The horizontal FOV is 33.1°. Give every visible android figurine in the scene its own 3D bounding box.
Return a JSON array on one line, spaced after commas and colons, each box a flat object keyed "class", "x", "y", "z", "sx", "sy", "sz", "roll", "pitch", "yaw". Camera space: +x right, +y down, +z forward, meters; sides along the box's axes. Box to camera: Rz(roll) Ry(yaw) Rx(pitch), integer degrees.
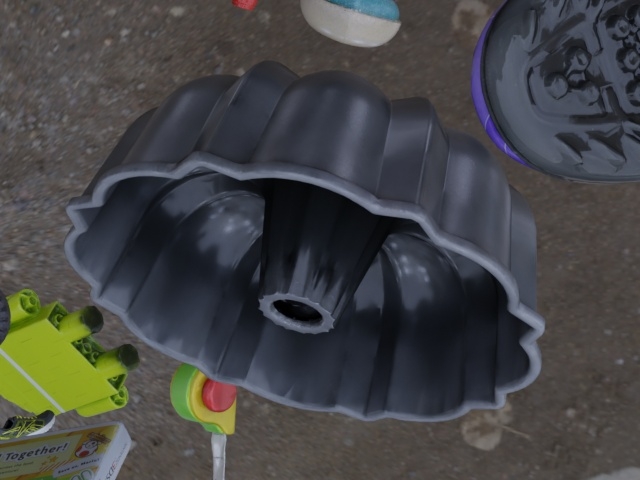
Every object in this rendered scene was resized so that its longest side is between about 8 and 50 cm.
[{"class": "android figurine", "x": -0.409, "y": 0.183, "z": 1.638, "sx": 0.248, "sy": 0.273, "sz": 0.056, "roll": 50, "pitch": 37, "yaw": -24}]

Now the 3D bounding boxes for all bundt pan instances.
[{"class": "bundt pan", "x": 0.000, "y": 0.000, "z": 0.747, "sx": 0.331, "sy": 0.331, "sz": 0.124, "roll": 29, "pitch": 58, "yaw": -18}]

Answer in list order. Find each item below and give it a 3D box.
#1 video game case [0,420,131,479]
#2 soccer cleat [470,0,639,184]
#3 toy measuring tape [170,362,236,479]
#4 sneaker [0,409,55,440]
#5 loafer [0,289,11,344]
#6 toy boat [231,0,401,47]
[{"class": "video game case", "x": -0.253, "y": 0.203, "z": 0.683, "sx": 0.227, "sy": 0.206, "sz": 0.026, "roll": -13, "pitch": 117, "yaw": 17}, {"class": "soccer cleat", "x": 0.163, "y": -0.105, "z": 0.523, "sx": 0.318, "sy": 0.116, "sz": 0.109, "roll": -31, "pitch": 106, "yaw": -36}, {"class": "toy measuring tape", "x": -0.212, "y": 0.327, "z": 1.907, "sx": 0.121, "sy": 0.121, "sz": 0.330, "roll": 3, "pitch": 90, "yaw": -21}, {"class": "sneaker", "x": -0.340, "y": 0.213, "z": 1.239, "sx": 0.083, "sy": 0.031, "sz": 0.035, "roll": -36, "pitch": 105, "yaw": -49}, {"class": "loafer", "x": -0.534, "y": 0.160, "z": 1.240, "sx": 0.366, "sy": 0.130, "sz": 0.134, "roll": -33, "pitch": 121, "yaw": -27}, {"class": "toy boat", "x": 0.000, "y": -0.455, "z": 1.950, "sx": 0.318, "sy": 0.267, "sz": 0.148, "roll": 16, "pitch": 106, "yaw": -9}]
